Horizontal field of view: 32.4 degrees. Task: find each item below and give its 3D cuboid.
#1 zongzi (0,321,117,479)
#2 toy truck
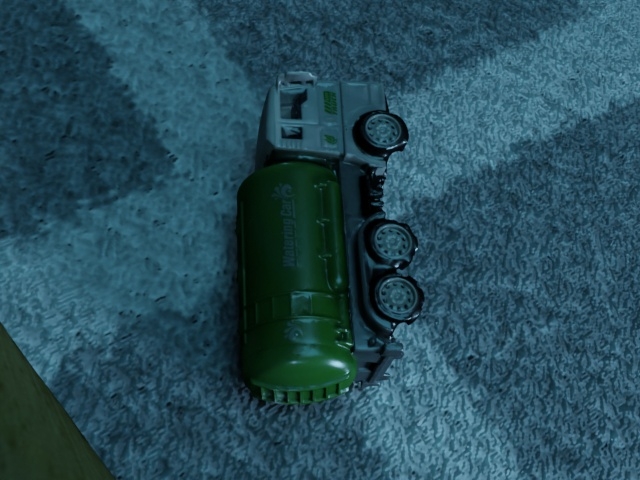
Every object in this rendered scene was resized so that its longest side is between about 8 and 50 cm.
[{"bbox_3d":[0.041,0.247,0.474,0.500,0.218,0.467,8,86,-22],"label":"zongzi"},{"bbox_3d":[0.000,0.000,0.801,0.125,0.101,0.242,3,62,-9],"label":"toy truck"}]
